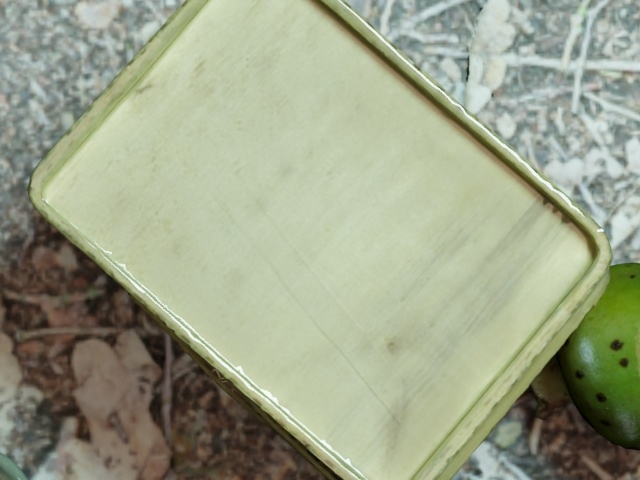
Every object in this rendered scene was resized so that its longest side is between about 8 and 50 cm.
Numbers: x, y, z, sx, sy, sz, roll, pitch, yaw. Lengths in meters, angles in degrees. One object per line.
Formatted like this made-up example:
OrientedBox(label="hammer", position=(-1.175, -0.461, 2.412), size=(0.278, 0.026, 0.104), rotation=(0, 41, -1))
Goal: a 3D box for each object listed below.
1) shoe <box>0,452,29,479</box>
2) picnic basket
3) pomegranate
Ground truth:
OrientedBox(label="shoe", position=(-0.193, 0.246, 0.988), size=(0.103, 0.100, 0.251), rotation=(-29, 89, -8))
OrientedBox(label="picnic basket", position=(0.000, 0.000, 0.987), size=(0.313, 0.175, 0.228), rotation=(41, 85, 1))
OrientedBox(label="pomegranate", position=(0.211, 0.078, 1.040), size=(0.130, 0.130, 0.130), rotation=(0, 88, -7))
